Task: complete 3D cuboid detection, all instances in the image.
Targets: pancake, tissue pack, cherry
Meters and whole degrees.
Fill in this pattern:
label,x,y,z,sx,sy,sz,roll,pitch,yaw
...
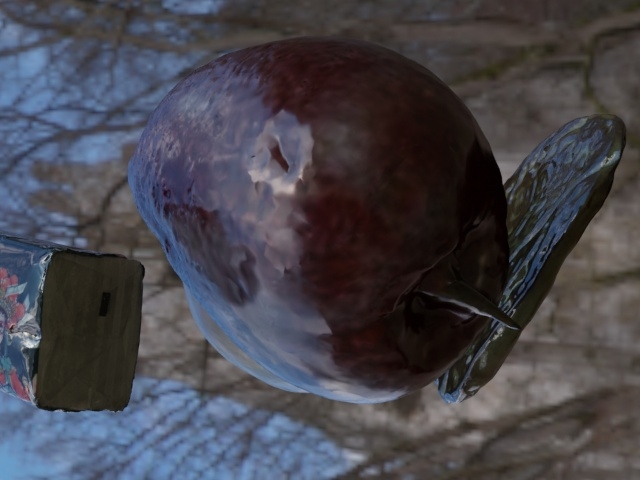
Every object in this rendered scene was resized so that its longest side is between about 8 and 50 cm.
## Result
label,x,y,z,sx,sy,sz,roll,pitch,yaw
pancake,0.152,0.006,1.185,0.031,0.250,0.250,29,-120,-7
tissue pack,-0.195,0.044,0.999,0.090,0.170,0.103,5,-87,-42
cherry,-0.002,-0.020,0.999,0.203,0.300,0.230,-53,-35,-23

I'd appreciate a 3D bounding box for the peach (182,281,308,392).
label,x,y,z,sx,sy,sz,roll,pitch,yaw
peach,0.000,0.000,1.414,0.247,0.292,0.292,52,-129,-42
